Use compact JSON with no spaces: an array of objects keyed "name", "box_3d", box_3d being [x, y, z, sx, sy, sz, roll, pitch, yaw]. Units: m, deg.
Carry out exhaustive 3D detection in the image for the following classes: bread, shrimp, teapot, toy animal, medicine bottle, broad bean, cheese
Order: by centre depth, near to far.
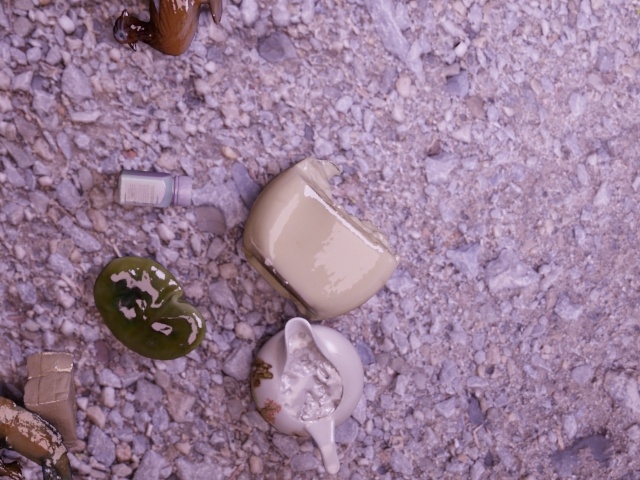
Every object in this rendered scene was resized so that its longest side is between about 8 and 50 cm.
[{"name":"toy animal","box_3d":[-0.249,-0.387,1.330,0.179,0.089,0.188,-3,108,5]},{"name":"medicine bottle","box_3d":[-0.274,-0.085,1.387,0.118,0.074,0.055,3,100,-13]},{"name":"shrimp","box_3d":[-0.530,0.451,1.427,0.272,0.085,0.445,-13,105,5]},{"name":"cheese","box_3d":[0.000,0.000,1.435,0.233,0.127,0.266,-46,109,-2]},{"name":"broad bean","box_3d":[-0.293,0.121,1.437,0.206,0.072,0.153,35,91,-4]},{"name":"bread","box_3d":[-0.463,0.280,1.452,0.077,0.105,0.152,-2,134,-11]},{"name":"teapot","box_3d":[-0.018,0.260,1.477,0.204,0.139,0.298,-21,104,-9]}]
